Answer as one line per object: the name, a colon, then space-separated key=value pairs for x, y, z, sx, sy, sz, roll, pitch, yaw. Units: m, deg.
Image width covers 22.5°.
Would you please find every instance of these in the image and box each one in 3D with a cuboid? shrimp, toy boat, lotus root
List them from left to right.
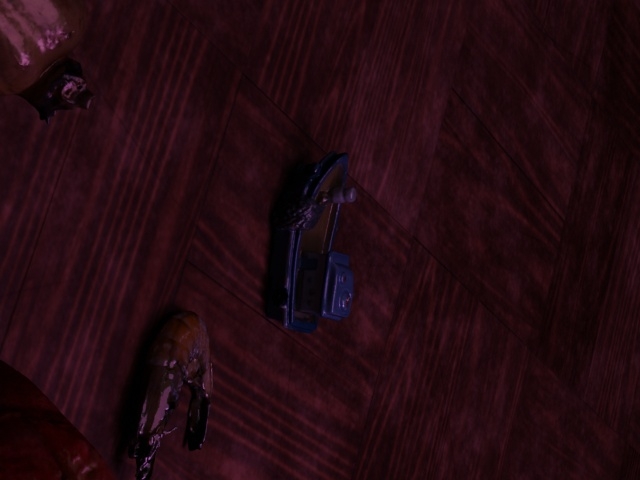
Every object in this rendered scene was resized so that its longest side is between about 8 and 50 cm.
lotus root: x=-0.308 y=-0.230 z=1.504 sx=0.154 sy=0.140 sz=0.257 roll=-43 pitch=119 yaw=-31
shrimp: x=-0.166 y=0.191 z=1.862 sx=0.150 sy=0.051 sz=0.217 roll=58 pitch=42 yaw=-53
toy boat: x=0.000 y=0.000 z=2.061 sx=0.109 sy=0.098 sz=0.238 roll=20 pitch=76 yaw=-60

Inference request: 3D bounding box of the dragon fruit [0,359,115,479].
dragon fruit: x=-0.343 y=0.319 z=1.494 sx=0.330 sy=0.302 sz=0.240 roll=-40 pitch=160 yaw=-31
